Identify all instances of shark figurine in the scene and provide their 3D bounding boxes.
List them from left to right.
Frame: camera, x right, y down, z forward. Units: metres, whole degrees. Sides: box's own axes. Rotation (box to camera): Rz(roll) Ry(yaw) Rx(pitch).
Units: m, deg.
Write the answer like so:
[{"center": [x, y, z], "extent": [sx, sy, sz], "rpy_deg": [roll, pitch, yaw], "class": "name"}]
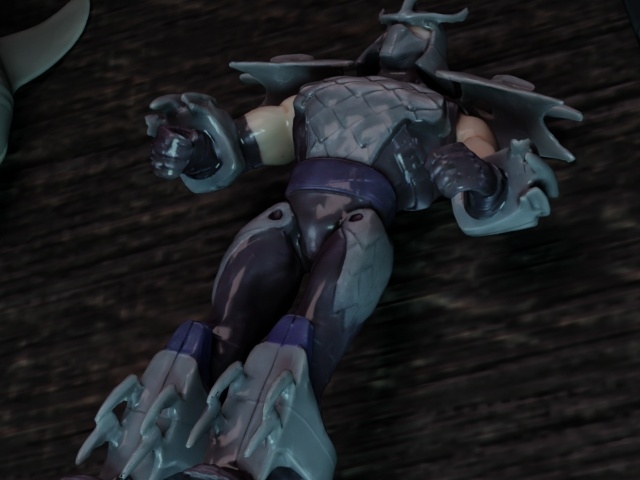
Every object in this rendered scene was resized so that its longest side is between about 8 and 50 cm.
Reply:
[{"center": [-0.242, -0.122, 0.995], "extent": [0.278, 0.116, 0.166], "rpy_deg": [26, 69, 37], "class": "shark figurine"}]

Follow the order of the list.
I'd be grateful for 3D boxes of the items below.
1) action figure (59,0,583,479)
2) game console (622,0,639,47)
[{"center": [0.000, 0.000, 0.786], "extent": [0.185, 0.099, 0.285], "rpy_deg": [2, 53, 35], "class": "action figure"}, {"center": [0.269, -0.242, 0.859], "extent": [0.342, 0.060, 0.387], "rpy_deg": [-21, 48, 11], "class": "game console"}]
